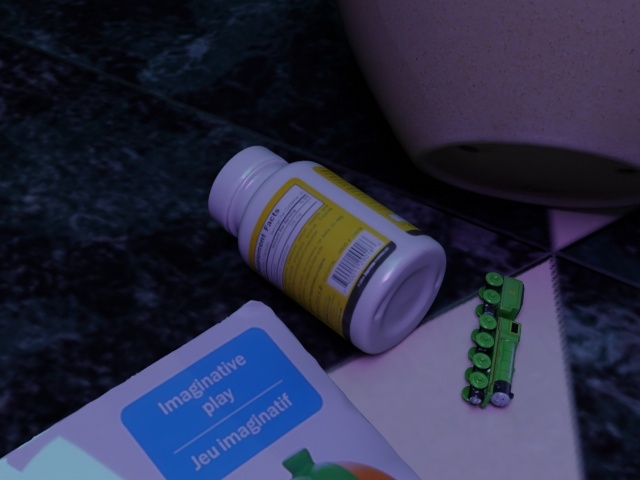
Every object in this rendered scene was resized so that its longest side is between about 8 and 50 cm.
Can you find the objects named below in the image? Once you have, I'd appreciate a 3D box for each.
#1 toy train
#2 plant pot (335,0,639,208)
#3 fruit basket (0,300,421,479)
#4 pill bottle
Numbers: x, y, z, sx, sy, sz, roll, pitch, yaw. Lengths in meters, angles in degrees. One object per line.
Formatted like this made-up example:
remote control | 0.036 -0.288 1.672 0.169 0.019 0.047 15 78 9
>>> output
toy train | 0.087 0.049 0.578 0.023 0.017 0.083 17 46 -1
plant pot | 0.124 -0.123 0.607 0.284 0.284 0.191 9 81 6
fruit basket | -0.023 0.210 0.280 0.327 0.165 0.353 -31 74 -29
pill bottle | 0.000 0.000 0.588 0.116 0.065 0.065 36 54 28
